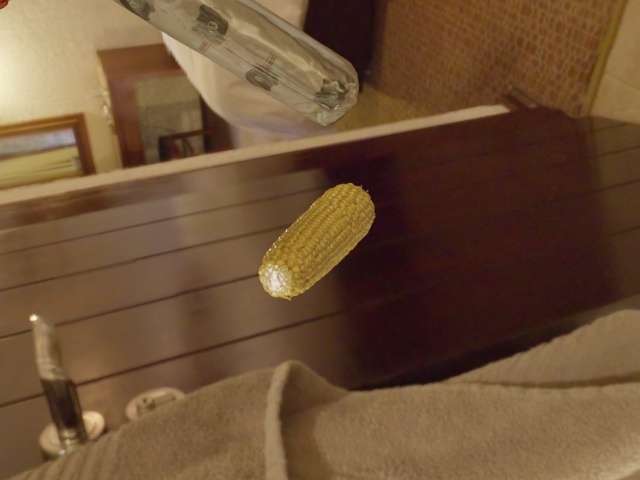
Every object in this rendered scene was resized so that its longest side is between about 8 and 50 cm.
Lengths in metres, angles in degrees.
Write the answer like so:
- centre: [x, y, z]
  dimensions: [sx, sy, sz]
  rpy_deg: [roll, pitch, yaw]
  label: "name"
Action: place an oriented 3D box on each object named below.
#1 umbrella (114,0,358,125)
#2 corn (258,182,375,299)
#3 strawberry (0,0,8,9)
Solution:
- centre: [-0.109, -0.211, 0.592]
  dimensions: [0.067, 0.337, 0.073]
  rpy_deg: [-50, 26, 27]
  label: "umbrella"
- centre: [0.001, -0.004, 0.924]
  dimensions: [0.091, 0.260, 0.091]
  rpy_deg: [22, 127, 17]
  label: "corn"
- centre: [-0.445, -0.411, 0.701]
  dimensions: [0.267, 0.312, 0.351]
  rpy_deg: [40, 123, -5]
  label: "strawberry"
